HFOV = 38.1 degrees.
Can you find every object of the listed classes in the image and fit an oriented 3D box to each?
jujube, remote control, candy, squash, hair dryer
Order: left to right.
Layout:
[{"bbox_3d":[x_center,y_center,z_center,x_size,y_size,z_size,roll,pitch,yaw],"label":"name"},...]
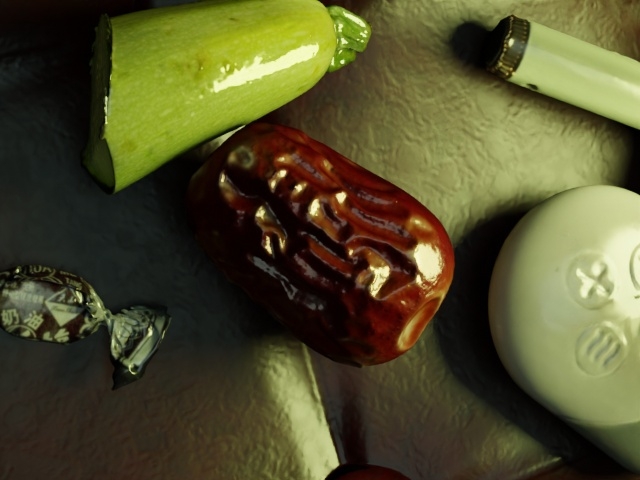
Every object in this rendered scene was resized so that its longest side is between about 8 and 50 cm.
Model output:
[{"bbox_3d":[-0.234,0.055,0.745,0.226,0.051,0.094,16,96,-16],"label":"candy"},{"bbox_3d":[-0.074,-0.158,0.758,0.287,0.137,0.137,-29,100,-20],"label":"squash"},{"bbox_3d":[0.000,0.000,0.772,0.230,0.155,0.155,38,80,-5],"label":"jujube"},{"bbox_3d":[0.303,0.091,0.893,0.332,0.103,0.221,37,82,-17],"label":"remote control"},{"bbox_3d":[0.309,-0.142,0.894,0.361,0.128,0.203,18,86,-10],"label":"hair dryer"}]
